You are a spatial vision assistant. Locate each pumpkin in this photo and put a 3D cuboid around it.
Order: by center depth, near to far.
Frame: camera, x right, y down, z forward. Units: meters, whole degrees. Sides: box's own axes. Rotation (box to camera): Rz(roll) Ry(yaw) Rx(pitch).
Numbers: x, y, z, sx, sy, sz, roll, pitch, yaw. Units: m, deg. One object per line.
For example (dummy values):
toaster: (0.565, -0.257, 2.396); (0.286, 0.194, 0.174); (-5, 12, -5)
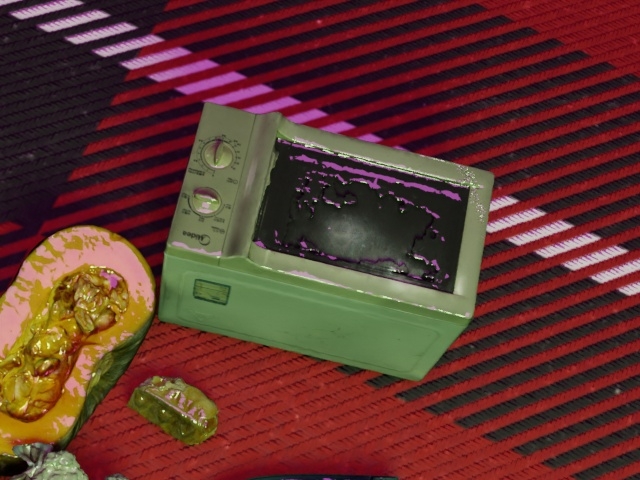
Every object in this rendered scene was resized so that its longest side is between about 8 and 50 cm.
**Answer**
pumpkin: (-0.345, 0.119, 1.494); (0.222, 0.139, 0.317); (34, 68, 2)

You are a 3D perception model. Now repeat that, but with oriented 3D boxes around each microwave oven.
microwave oven: (0.000, 0.000, 1.520); (0.355, 0.286, 0.218); (13, 67, -3)

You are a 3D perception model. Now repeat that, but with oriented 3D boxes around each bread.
bread: (-0.175, 0.205, 1.533); (0.110, 0.060, 0.066); (32, 82, 4)

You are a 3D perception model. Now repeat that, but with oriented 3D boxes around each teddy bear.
teddy bear: (-0.258, 0.314, 1.397); (0.111, 0.213, 0.133); (16, 63, 42)

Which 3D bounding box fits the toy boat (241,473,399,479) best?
toy boat: (-0.017, 0.325, 1.492); (0.246, 0.103, 0.093); (2, 70, -6)
